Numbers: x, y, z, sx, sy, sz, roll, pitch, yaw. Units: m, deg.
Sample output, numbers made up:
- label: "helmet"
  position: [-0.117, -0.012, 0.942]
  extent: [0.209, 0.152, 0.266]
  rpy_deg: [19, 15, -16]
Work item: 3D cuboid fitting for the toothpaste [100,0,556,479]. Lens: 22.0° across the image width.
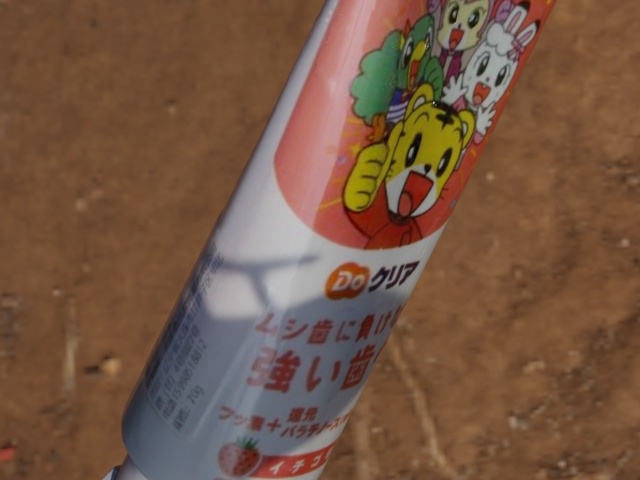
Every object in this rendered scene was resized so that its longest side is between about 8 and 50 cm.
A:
- label: "toothpaste"
  position: [0.000, 0.000, 0.430]
  extent: [0.057, 0.089, 0.234]
  rpy_deg: [41, 118, 29]
